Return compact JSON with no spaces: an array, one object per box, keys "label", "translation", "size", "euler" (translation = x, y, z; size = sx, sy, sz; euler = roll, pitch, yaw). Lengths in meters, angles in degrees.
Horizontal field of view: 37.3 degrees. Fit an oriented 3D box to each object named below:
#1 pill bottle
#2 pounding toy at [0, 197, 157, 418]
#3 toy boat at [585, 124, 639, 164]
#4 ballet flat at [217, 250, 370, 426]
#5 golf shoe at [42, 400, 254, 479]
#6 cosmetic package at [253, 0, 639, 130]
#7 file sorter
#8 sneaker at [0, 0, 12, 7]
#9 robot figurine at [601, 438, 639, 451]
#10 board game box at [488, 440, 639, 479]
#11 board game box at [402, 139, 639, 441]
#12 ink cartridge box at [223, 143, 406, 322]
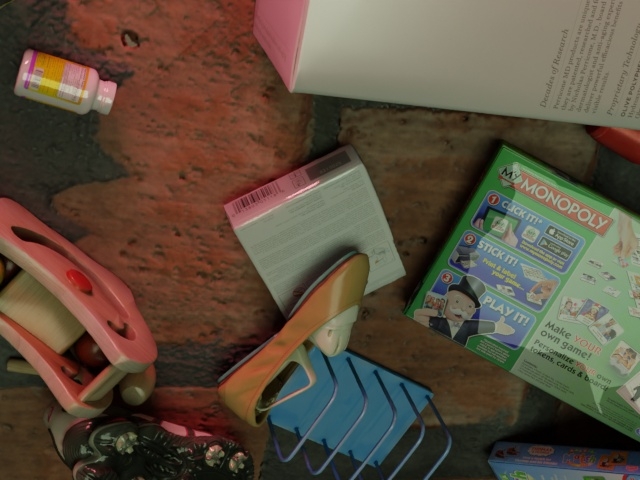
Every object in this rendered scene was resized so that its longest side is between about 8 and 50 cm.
[{"label":"pill bottle","translation":[-0.227,-0.138,0.845],"size":[0.083,0.043,0.043],"euler":[16,111,-21]},{"label":"pounding toy","translation":[-0.261,0.100,0.891],"size":[0.155,0.154,0.269],"euler":[-44,117,9]},{"label":"toy boat","translation":[0.407,-0.172,0.910],"size":[0.148,0.267,0.318],"euler":[22,139,-15]},{"label":"ballet flat","translation":[-0.014,0.109,0.989],"size":[0.232,0.073,0.080],"euler":[-46,163,23]},{"label":"golf shoe","translation":[-0.173,0.228,1.016],"size":[0.105,0.120,0.273],"euler":[-58,140,-7]},{"label":"cosmetic package","translation":[0.140,-0.207,0.820],"size":[0.366,0.197,0.155],"euler":[3,116,-14]},{"label":"file sorter","translation":[0.042,0.207,1.050],"size":[0.170,0.104,0.118],"euler":[28,107,-25]},{"label":"sneaker","translation":[-0.359,-0.193,0.740],"size":[0.300,0.121,0.111],"euler":[-20,119,-4]},{"label":"robot figurine","translation":[0.468,0.246,1.136],"size":[0.173,0.209,0.278],"euler":[-48,126,-34]},{"label":"board game box","translation":[0.327,0.312,1.138],"size":[0.212,0.039,0.160],"euler":[-5,127,37]},{"label":"board game box","translation":[0.278,0.062,1.002],"size":[0.317,0.046,0.213],"euler":[29,106,0]},{"label":"ink cartridge box","translation":[0.000,0.000,0.985],"size":[0.145,0.045,0.179],"euler":[-26,138,-1]}]
